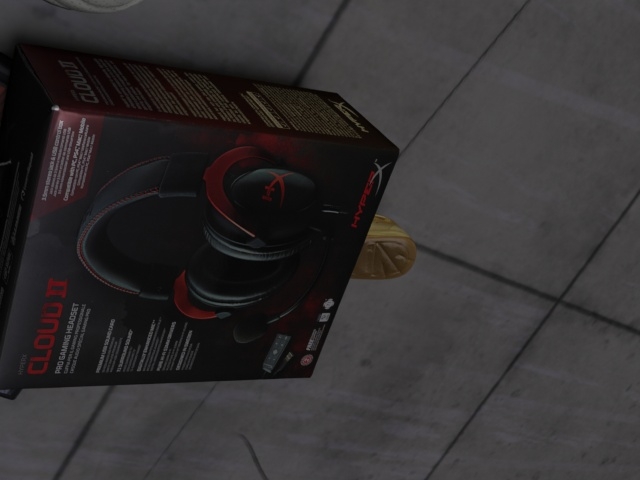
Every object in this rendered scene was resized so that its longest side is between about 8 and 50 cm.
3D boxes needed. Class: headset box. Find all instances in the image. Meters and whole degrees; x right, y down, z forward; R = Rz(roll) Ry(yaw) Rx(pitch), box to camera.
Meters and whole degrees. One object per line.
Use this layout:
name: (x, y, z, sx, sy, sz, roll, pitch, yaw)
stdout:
headset box: (-0.118, -0.009, 0.697, 0.293, 0.110, 0.218, 4, 119, -34)

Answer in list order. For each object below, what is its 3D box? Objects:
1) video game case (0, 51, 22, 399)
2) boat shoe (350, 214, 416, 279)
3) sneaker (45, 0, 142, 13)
video game case: (-0.272, -0.016, 0.696, 0.248, 0.035, 0.275, -51, 133, 9)
boat shoe: (0.000, 0.000, 0.866, 0.170, 0.059, 0.063, 7, 118, -12)
sneaker: (-0.085, -0.274, 0.485, 0.130, 0.236, 0.323, 12, 115, -38)
